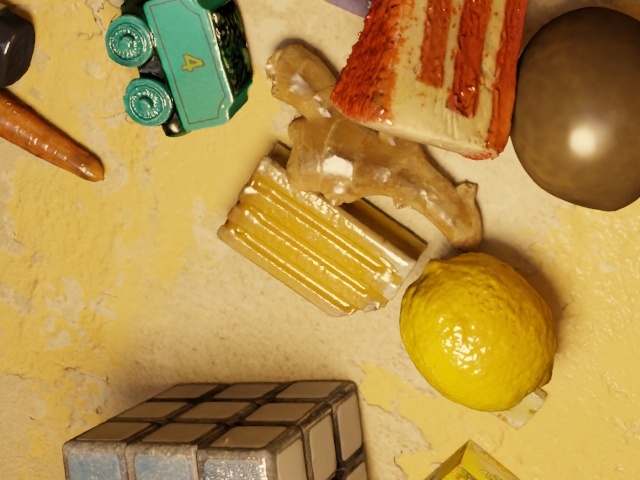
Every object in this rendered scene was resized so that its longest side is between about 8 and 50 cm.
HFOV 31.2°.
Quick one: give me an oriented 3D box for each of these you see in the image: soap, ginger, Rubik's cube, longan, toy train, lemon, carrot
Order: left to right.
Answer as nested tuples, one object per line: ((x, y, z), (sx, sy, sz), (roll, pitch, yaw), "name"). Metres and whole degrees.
((-0.378, -0.138, 1.537), (0.209, 0.061, 0.061), (33, 123, -1), "carrot")
((-0.168, -0.223, 1.380), (0.154, 0.107, 0.198), (-7, 113, 17), "toy train")
((-0.120, 0.364, 1.504), (0.305, 0.304, 0.301), (-2, 98, 22), "Rubik's cube")
((0.000, 0.000, 1.440), (0.232, 0.073, 0.140), (34, 125, 2), "soap")
((0.059, -0.095, 1.364), (0.333, 0.081, 0.148), (31, 82, -3), "ginger")
((0.187, 0.109, 1.359), (0.180, 0.180, 0.193), (-9, 128, 26), "lemon")
((0.285, -0.132, 1.192), (0.198, 0.198, 0.212), (17, 122, 14), "longan")

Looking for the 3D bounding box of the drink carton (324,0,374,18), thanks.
((0.011, -0.342, 1.246), (0.222, 0.102, 0.134), (25, 124, 9), "drink carton")

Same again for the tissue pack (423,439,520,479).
((0.180, 0.363, 1.560), (0.095, 0.062, 0.176), (40, 124, -1), "tissue pack")

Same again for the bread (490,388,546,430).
((0.212, 0.183, 1.476), (0.153, 0.028, 0.068), (33, 121, 1), "bread")

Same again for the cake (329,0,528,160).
((0.132, -0.206, 1.155), (0.158, 0.159, 0.262), (10, 120, -22), "cake")

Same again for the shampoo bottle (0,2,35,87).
((-0.546, -0.309, 1.503), (0.359, 0.078, 0.134), (29, 126, 6), "shampoo bottle")
